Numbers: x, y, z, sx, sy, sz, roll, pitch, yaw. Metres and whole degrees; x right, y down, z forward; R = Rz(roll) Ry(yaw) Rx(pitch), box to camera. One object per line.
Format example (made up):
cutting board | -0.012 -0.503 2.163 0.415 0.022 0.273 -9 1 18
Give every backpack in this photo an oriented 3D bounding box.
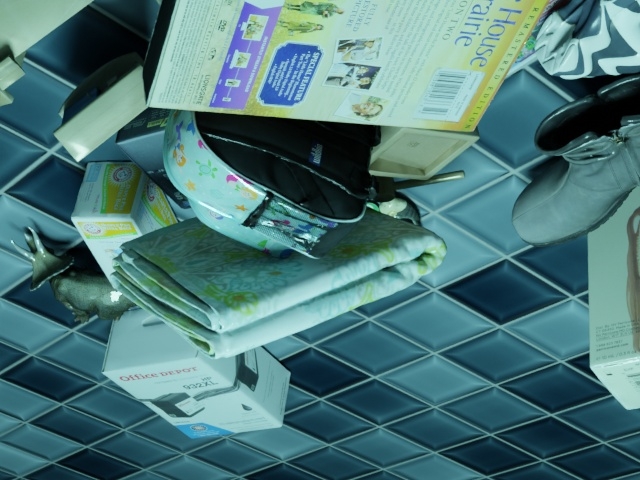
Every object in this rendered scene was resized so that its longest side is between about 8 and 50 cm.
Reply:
backpack | -0.075 -0.112 1.555 0.253 0.225 0.191 26 140 -24

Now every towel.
towel | -0.065 0.033 1.693 0.320 0.374 0.090 27 131 52

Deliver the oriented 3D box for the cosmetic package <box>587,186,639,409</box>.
cosmetic package | 0.468 0.073 1.752 0.129 0.296 0.153 -15 143 30

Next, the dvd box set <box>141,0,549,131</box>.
dvd box set | 0.037 -0.255 1.360 0.420 0.062 0.308 2 142 -20

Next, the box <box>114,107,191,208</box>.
box | -0.152 -0.133 1.778 0.232 0.059 0.183 -11 143 26

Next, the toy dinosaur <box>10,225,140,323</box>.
toy dinosaur | -0.375 0.090 2.082 0.313 0.121 0.160 20 173 10

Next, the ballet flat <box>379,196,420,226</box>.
ballet flat | 0.131 -0.013 1.917 0.057 0.049 0.173 -5 146 17

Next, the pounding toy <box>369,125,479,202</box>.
pounding toy | 0.123 -0.137 1.687 0.181 0.094 0.206 4 154 -32

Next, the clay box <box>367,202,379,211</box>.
clay box | 0.000 0.000 1.962 0.222 0.053 0.127 -5 146 21

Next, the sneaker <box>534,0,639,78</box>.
sneaker | 0.374 -0.277 1.425 0.153 0.094 0.235 4 132 -32

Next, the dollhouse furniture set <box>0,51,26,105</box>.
dollhouse furniture set | -0.489 -0.219 1.597 0.129 0.184 0.129 -11 143 27

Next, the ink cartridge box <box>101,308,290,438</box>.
ink cartridge box | -0.233 0.252 2.335 0.223 0.129 0.307 -11 143 28

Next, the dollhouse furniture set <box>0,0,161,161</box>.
dollhouse furniture set | -0.311 -0.301 1.535 0.286 0.198 0.303 -38 108 0

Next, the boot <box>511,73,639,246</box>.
boot | 0.342 -0.111 1.609 0.222 0.118 0.338 11 142 -46

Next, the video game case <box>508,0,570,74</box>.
video game case | 0.199 -0.269 1.476 0.201 0.023 0.183 -32 135 25

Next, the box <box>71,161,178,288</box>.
box | -0.301 -0.022 1.932 0.103 0.114 0.203 1 147 14
